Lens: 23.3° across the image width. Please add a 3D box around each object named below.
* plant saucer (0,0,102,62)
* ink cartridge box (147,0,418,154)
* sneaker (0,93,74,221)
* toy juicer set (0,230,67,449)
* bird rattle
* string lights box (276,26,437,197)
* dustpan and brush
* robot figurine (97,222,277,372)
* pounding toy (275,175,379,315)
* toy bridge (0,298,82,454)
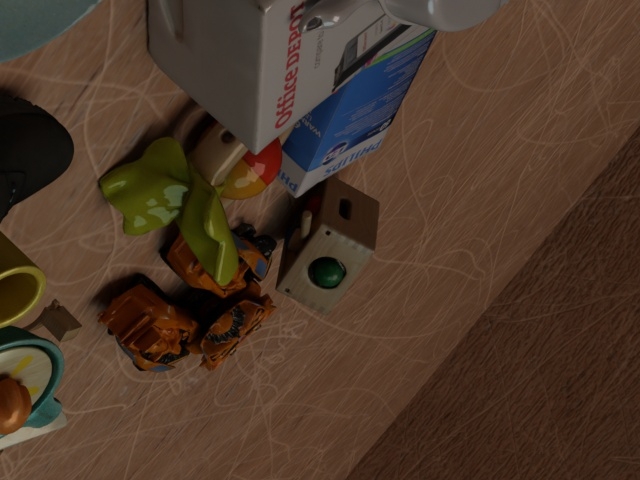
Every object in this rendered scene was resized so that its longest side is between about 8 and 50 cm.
[{"bbox_3d":[-0.177,-0.195,0.974,0.195,0.037,0.195,-41,163,-15],"label":"plant saucer"},{"bbox_3d":[0.021,-0.240,1.203,0.306,0.131,0.226,-41,164,-20],"label":"ink cartridge box"},{"bbox_3d":[-0.266,-0.006,1.054,0.286,0.130,0.109,-32,157,-45],"label":"sneaker"},{"bbox_3d":[-0.309,0.143,1.292,0.209,0.089,0.329,-30,150,-19],"label":"toy juicer set"},{"bbox_3d":[-0.079,-0.093,1.416,0.253,0.143,0.207,-58,177,-4],"label":"bird rattle"},{"bbox_3d":[0.033,-0.169,1.506,0.133,0.077,0.259,-32,160,-38],"label":"string lights box"},{"bbox_3d":[0.069,-0.193,1.121,0.211,0.060,0.147,-42,151,-34],"label":"dustpan and brush"},{"bbox_3d":[-0.131,0.071,1.675,0.211,0.085,0.291,-45,164,1],"label":"robot figurine"},{"bbox_3d":[0.000,0.000,1.788,0.130,0.100,0.141,-55,-166,30],"label":"pounding toy"},{"bbox_3d":[-0.287,0.124,1.446,0.188,0.063,0.026,-55,162,25],"label":"toy bridge"}]
